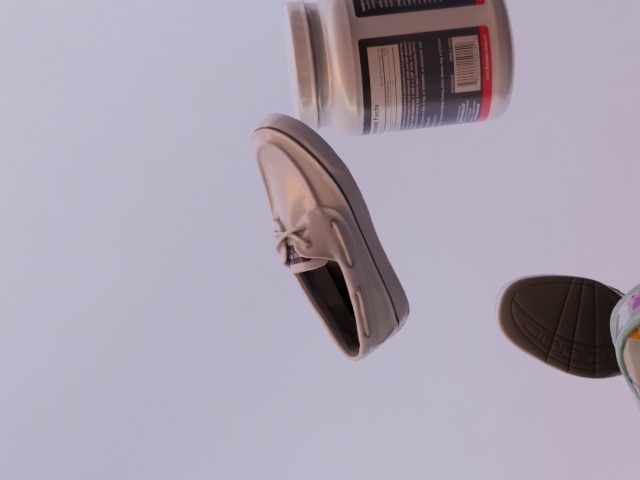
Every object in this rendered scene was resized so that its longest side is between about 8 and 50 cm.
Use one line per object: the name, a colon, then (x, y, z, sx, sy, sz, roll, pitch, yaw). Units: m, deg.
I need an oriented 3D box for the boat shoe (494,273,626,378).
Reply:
boat shoe: (0.344, 0.109, 1.642, 0.320, 0.103, 0.118, 9, -91, -22)

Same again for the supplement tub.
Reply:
supplement tub: (0.097, -0.234, 1.708, 0.272, 0.191, 0.191, -6, -99, -3)

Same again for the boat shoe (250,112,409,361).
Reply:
boat shoe: (0.000, 0.000, 1.306, 0.084, 0.095, 0.258, -43, -73, -39)

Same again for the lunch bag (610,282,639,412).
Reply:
lunch bag: (0.380, 0.130, 1.073, 0.224, 0.108, 0.279, -29, -80, 12)
